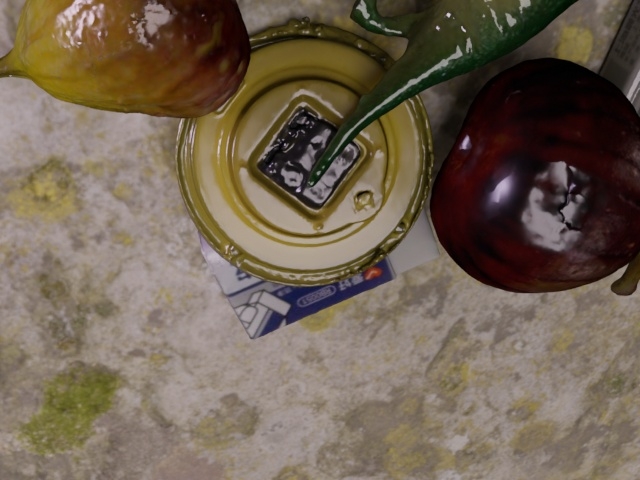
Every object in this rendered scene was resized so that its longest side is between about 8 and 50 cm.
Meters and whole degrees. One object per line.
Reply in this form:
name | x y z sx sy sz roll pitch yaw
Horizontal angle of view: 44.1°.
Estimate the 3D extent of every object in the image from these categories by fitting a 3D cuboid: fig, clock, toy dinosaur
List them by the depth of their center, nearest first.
fig | -0.183 -0.156 0.605 0.257 0.159 0.159 -9 126 18
toy dinosaur | 0.199 -0.179 0.642 0.300 0.087 0.447 30 101 -14
clock | -0.011 -0.070 0.684 0.236 0.057 0.237 -1 99 -4
fig | 0.231 -0.037 0.697 0.249 0.186 0.204 20 96 -9

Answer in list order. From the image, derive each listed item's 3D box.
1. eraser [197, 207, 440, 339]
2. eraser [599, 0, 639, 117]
eraser | 0.000 0.000 0.775 0.210 0.068 0.125 -23 123 1
eraser | 0.336 -0.208 0.724 0.089 0.061 0.352 9 120 -19
